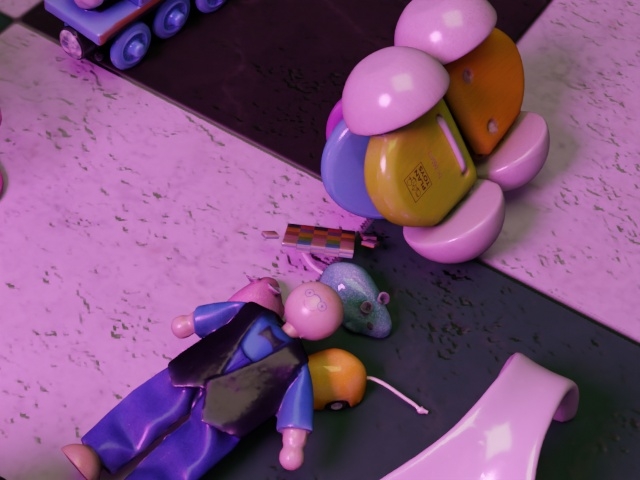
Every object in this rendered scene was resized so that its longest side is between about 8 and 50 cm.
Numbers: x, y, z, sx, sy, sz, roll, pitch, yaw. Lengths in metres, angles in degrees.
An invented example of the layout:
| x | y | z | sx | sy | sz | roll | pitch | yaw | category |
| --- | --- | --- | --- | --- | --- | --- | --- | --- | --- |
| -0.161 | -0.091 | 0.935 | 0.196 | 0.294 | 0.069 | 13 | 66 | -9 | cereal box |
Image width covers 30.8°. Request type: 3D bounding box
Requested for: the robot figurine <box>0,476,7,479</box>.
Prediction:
| x | y | z | sx | sy | sz | roll | pitch | yaw | category |
| --- | --- | --- | --- | --- | --- | --- | --- | --- | --- |
| -0.193 | 0.213 | 0.536 | 0.209 | 0.173 | 0.278 | -19 | 54 | -16 | robot figurine |

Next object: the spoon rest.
| x | y | z | sx | sy | sz | roll | pitch | yaw | category |
| --- | --- | --- | --- | --- | --- | --- | --- | --- | --- |
| 0.073 | 0.163 | 0.658 | 0.137 | 0.084 | 0.276 | 26 | 53 | 16 | spoon rest |

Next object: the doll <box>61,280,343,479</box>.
| x | y | z | sx | sy | sz | roll | pitch | yaw | category |
| --- | --- | --- | --- | --- | --- | --- | --- | --- | --- |
| -0.058 | 0.094 | 0.709 | 0.189 | 0.046 | 0.129 | -41 | 64 | -18 | doll |

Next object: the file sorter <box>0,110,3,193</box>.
| x | y | z | sx | sy | sz | roll | pitch | yaw | category |
| --- | --- | --- | --- | --- | --- | --- | --- | --- | --- |
| -0.325 | -0.151 | 0.752 | 0.182 | 0.290 | 0.202 | -23 | 56 | -25 | file sorter |

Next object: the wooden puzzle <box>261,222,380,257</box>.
| x | y | z | sx | sy | sz | roll | pitch | yaw | category |
| --- | --- | --- | --- | --- | --- | --- | --- | --- | --- |
| 0.000 | 0.000 | 0.818 | 0.083 | 0.006 | 0.049 | 7 | 17 | 1 | wooden puzzle |

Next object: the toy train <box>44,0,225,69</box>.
| x | y | z | sx | sy | sz | roll | pitch | yaw | category |
| --- | --- | --- | --- | --- | --- | --- | --- | --- | --- |
| -0.139 | -0.218 | 0.937 | 0.080 | 0.105 | 0.184 | 34 | 56 | 22 | toy train |

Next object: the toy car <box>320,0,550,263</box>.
| x | y | z | sx | sy | sz | roll | pitch | yaw | category |
| --- | --- | --- | --- | --- | --- | --- | --- | --- | --- |
| 0.068 | -0.081 | 0.835 | 0.136 | 0.159 | 0.182 | -1 | 41 | 42 | toy car |

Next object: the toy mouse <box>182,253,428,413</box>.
| x | y | z | sx | sy | sz | roll | pitch | yaw | category |
| --- | --- | --- | --- | --- | --- | --- | --- | --- | --- |
| -0.010 | 0.045 | 0.780 | 0.161 | 0.031 | 0.143 | 2 | 51 | -3 | toy mouse |
